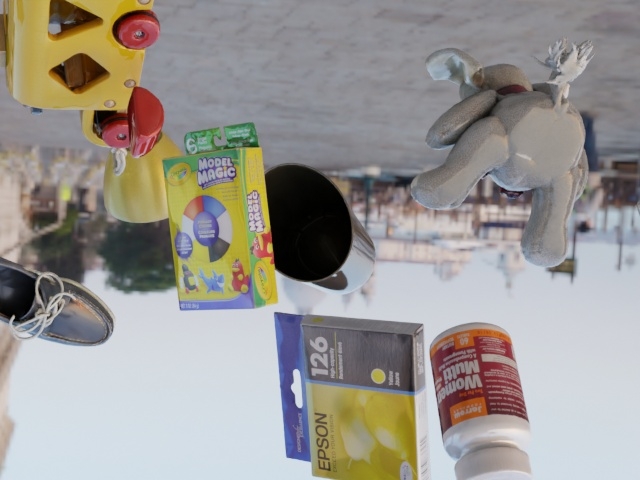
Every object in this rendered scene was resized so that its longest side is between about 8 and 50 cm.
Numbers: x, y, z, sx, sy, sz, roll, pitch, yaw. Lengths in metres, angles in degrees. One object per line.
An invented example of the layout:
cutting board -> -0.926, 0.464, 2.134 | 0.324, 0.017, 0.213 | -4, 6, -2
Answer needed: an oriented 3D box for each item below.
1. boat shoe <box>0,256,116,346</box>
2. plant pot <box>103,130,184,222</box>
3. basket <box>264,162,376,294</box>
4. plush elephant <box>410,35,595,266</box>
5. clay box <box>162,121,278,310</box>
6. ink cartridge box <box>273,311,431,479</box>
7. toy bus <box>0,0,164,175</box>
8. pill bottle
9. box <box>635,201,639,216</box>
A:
boat shoe -> -0.379, 0.075, 1.310 | 0.254, 0.095, 0.079 | 35, 180, -24
plant pot -> -0.243, -0.102, 1.399 | 0.134, 0.095, 0.134 | -4, -143, 3
basket -> 0.000, 0.000, 1.619 | 0.154, 0.204, 0.227 | -36, 158, 5
plush elephant -> 0.277, -0.170, 1.552 | 0.271, 0.330, 0.255 | 19, -168, -17
clay box -> -0.125, -0.027, 1.234 | 0.127, 0.222, 0.053 | -5, -176, 36
ink cartridge box -> 0.046, 0.291, 1.835 | 0.307, 0.304, 0.072 | 2, -166, 26
toy bus -> -0.173, -0.138, 0.685 | 0.104, 0.202, 0.191 | -1, -170, -20
pill bottle -> 0.222, 0.234, 1.386 | 0.121, 0.221, 0.121 | -3, 144, -2
box -> 0.572, 0.053, 1.491 | 0.113, 0.275, 0.094 | -20, 175, 32
